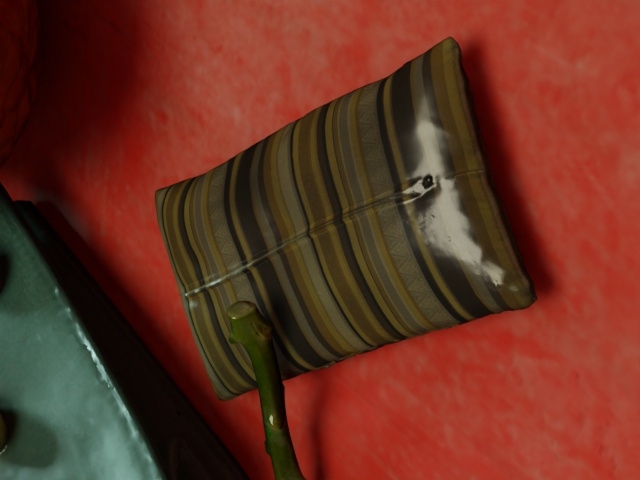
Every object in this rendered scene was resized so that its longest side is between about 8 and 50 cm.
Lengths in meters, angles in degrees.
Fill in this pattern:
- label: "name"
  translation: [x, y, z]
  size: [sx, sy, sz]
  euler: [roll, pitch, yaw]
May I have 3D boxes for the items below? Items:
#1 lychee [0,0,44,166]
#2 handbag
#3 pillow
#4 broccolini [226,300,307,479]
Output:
- label: "lychee"
  translation: [-0.263, -0.115, 0.687]
  size: [0.300, 0.255, 0.255]
  euler: [45, 127, 47]
- label: "handbag"
  translation: [-0.198, 0.142, 0.699]
  size: [0.269, 0.100, 0.274]
  euler: [-47, 57, 13]
- label: "pillow"
  translation: [0.000, 0.000, 0.578]
  size: [0.203, 0.038, 0.113]
  euler: [-24, 81, 45]
- label: "broccolini"
  translation: [-0.018, 0.118, 0.603]
  size: [0.052, 0.054, 0.194]
  euler: [-134, 28, -80]
